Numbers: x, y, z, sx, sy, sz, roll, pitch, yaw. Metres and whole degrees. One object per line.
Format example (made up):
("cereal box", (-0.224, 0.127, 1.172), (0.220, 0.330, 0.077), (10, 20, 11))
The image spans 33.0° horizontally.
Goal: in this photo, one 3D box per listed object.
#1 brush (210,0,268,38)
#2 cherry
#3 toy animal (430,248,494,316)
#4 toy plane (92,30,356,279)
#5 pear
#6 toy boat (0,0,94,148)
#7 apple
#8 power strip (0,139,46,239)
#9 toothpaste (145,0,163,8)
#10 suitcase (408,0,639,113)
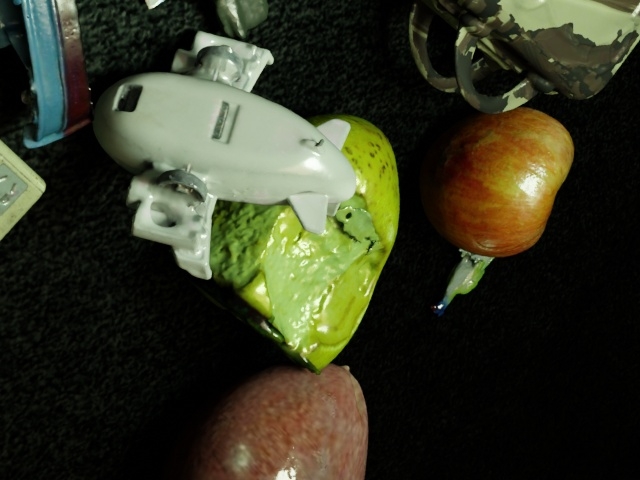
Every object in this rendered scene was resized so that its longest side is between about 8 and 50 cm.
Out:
("brush", (-0.109, -0.317, 0.946), (0.070, 0.051, 0.323), (-34, 139, -16))
("cherry", (-0.058, 0.271, 1.254), (0.307, 0.221, 0.261), (-61, 149, -15))
("toy animal", (0.226, 0.013, 1.507), (0.217, 0.041, 0.075), (-52, 159, -9))
("toy plane", (-0.087, -0.084, 1.004), (0.252, 0.252, 0.118), (-35, 168, -25))
("pear", (0.000, 0.000, 1.179), (0.255, 0.164, 0.238), (-52, 138, -9))
("toy boat", (-0.242, -0.173, 0.868), (0.097, 0.100, 0.223), (-10, 125, -13))
("apple", (0.218, -0.076, 1.343), (0.160, 0.173, 0.195), (11, 103, -51))
("power strip", (-0.331, -0.085, 0.876), (0.092, 0.034, 0.268), (-49, 140, -10))
("toothpaste", (-0.159, -0.289, 0.927), (0.048, 0.031, 0.190), (-42, 141, -22))
("suitcase", (0.229, -0.307, 1.192), (0.352, 0.194, 0.339), (24, 103, -49))
